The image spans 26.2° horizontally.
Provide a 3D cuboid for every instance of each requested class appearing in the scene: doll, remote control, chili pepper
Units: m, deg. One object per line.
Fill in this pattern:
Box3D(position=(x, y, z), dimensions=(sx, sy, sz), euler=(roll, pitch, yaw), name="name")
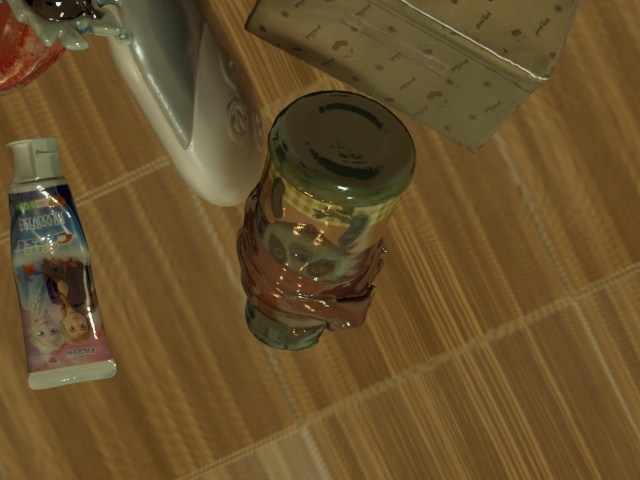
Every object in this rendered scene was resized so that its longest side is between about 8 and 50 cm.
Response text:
Box3D(position=(-0.257, -0.233, 1.272), dimensions=(0.195, 0.070, 0.096), euler=(31, 66, 8), name="doll")
Box3D(position=(-0.149, -0.186, 1.520), dimensions=(0.103, 0.221, 0.332), euler=(-18, 127, 16), name="remote control")
Box3D(position=(-0.342, -0.245, 1.580), dimensions=(0.144, 0.136, 0.253), euler=(34, 110, -6), name="chili pepper")

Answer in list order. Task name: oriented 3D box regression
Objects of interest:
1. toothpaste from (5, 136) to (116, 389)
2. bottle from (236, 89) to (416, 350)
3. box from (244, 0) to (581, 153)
Box3D(position=(-0.287, 0.024, 1.471), dimensions=(0.096, 0.061, 0.266), euler=(-9, 93, 2), name="toothpaste")
Box3D(position=(0.000, 0.000, 1.278), dimensions=(0.143, 0.271, 0.156), euler=(-12, 53, -27), name="bottle")
Box3D(position=(0.106, -0.276, 1.449), dimensions=(0.297, 0.190, 0.225), euler=(29, 61, -8), name="box")
